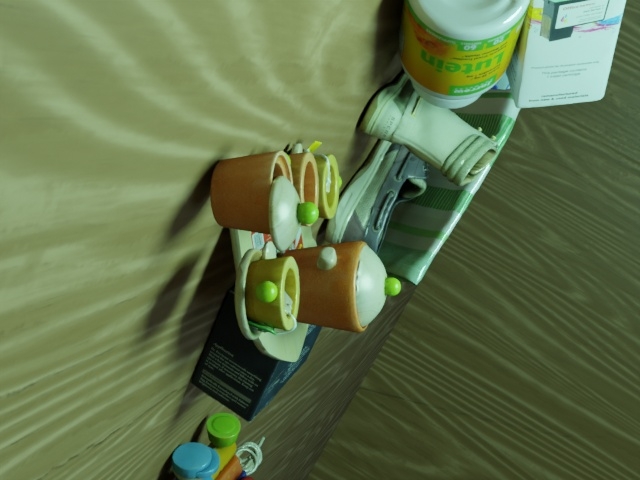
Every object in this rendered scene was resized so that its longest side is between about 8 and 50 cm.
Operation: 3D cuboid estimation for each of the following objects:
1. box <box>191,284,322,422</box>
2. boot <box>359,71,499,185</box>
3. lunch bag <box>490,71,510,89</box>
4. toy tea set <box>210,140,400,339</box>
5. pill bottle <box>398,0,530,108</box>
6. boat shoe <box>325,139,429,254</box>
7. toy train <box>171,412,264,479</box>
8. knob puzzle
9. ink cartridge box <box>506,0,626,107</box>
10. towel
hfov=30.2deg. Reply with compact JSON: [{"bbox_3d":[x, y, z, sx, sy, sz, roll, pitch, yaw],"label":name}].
[{"bbox_3d":[-0.061,0.105,1.432,0.156,0.093,0.158,-44,163,-54],"label":"box"},{"bbox_3d":[0.161,-0.154,1.558,0.213,0.165,0.077,-43,162,-55],"label":"boot"},{"bbox_3d":[0.334,-0.287,2.257,0.176,0.090,0.219,-42,162,-41],"label":"lunch bag"},{"bbox_3d":[0.000,0.000,1.144,0.336,0.124,0.200,-11,102,-76],"label":"toy tea set"},{"bbox_3d":[0.159,-0.244,1.360,0.136,0.136,0.246,-57,170,-13],"label":"pill bottle"},{"bbox_3d":[0.111,-0.094,1.709,0.285,0.092,0.103,-55,169,-25],"label":"boat shoe"},{"bbox_3d":[-0.137,0.298,1.664,0.248,0.105,0.143,-48,152,-51],"label":"toy train"},{"bbox_3d":[-0.051,0.041,1.272,0.213,0.030,0.213,0,90,-68],"label":"knob puzzle"},{"bbox_3d":[0.277,-0.324,1.392,0.278,0.117,0.201,86,-3,-55],"label":"ink cartridge box"},{"bbox_3d":[0.158,-0.092,1.769,0.325,0.038,0.248,-57,-153,-9],"label":"towel"}]
